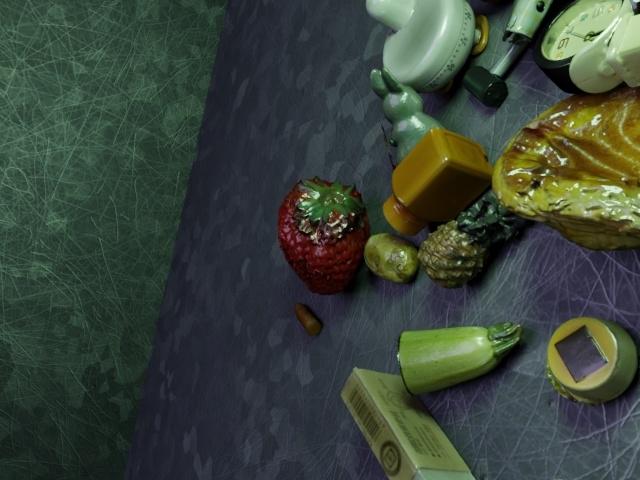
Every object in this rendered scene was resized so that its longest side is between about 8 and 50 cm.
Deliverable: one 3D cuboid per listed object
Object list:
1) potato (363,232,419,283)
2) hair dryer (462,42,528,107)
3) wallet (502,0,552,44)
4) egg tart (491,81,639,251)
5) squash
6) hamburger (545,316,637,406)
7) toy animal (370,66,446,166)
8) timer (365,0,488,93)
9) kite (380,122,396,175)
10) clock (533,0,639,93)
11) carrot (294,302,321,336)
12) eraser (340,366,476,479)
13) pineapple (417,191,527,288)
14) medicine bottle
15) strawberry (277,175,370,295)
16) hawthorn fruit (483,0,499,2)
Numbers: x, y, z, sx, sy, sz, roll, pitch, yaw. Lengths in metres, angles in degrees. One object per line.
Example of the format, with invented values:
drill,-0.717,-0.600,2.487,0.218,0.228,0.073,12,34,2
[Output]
potato,0.162,0.039,1.393,0.107,0.080,0.170,-58,31,6
hair dryer,0.381,-0.374,1.234,0.198,0.057,0.100,-51,38,22
wallet,0.415,-0.500,1.063,0.310,0.077,0.223,-64,0,17
egg tart,0.436,-0.111,0.895,0.351,0.153,0.340,8,53,48
squash,0.249,0.219,1.129,0.287,0.137,0.137,-23,58,52
hamburger,0.409,0.184,0.917,0.141,0.081,0.126,-54,37,13
toy animal,0.195,-0.273,1.323,0.127,0.251,0.125,-21,19,11
timer,0.219,-0.454,1.335,0.233,0.240,0.234,-34,48,49
kite,0.172,-0.175,1.416,0.183,0.014,0.241,37,-142,-80
clock,0.490,-0.398,0.932,0.276,0.120,0.379,4,65,61
carrot,-0.042,0.217,1.697,0.139,0.048,0.048,45,116,59
eraser,0.171,0.390,1.167,0.078,0.144,0.343,-63,32,18
pineapple,0.299,-0.018,1.150,0.248,0.128,0.128,-49,39,32
medicine bottle,0.234,-0.114,1.261,0.222,0.149,0.112,-49,39,39
strawberry,0.000,0.000,1.524,0.250,0.238,0.288,-57,-15,-46
hawthorn fruit,0.358,-0.618,1.254,0.181,0.181,0.235,-16,54,56
